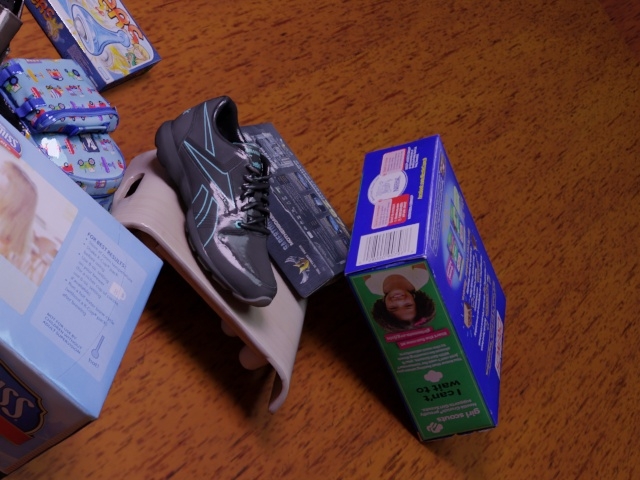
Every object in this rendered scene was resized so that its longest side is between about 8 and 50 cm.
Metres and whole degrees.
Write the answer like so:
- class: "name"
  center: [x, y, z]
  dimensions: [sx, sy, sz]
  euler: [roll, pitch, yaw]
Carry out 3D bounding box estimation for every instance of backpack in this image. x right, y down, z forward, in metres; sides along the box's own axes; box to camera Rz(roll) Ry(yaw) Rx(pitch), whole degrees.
- class: "backpack"
  center: [-0.288, -0.103, 1.603]
  dimensions: [0.158, 0.117, 0.173]
  euler: [-4, 52, -55]

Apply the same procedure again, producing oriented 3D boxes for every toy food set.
- class: "toy food set"
  center: [-0.136, 0.045, 1.755]
  dimensions: [0.306, 0.092, 0.220]
  euler: [49, 21, -16]

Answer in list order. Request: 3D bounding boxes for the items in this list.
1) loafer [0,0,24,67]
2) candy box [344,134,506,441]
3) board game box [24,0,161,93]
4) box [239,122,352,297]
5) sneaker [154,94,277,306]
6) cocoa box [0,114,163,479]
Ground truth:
- class: "loafer"
  center: [-0.386, -0.241, 1.654]
  dimensions: [0.080, 0.078, 0.220]
  euler: [36, 37, -30]
- class: "candy box"
  center: [0.151, 0.066, 1.980]
  dimensions: [0.268, 0.122, 0.317]
  euler: [-78, 148, -50]
- class: "board game box"
  center: [-0.303, -0.288, 1.849]
  dimensions: [0.201, 0.035, 0.136]
  euler: [55, 32, -3]
- class: "box"
  center: [-0.044, -0.044, 1.886]
  dimensions: [0.233, 0.059, 0.183]
  euler: [54, 17, 3]
- class: "sneaker"
  center: [-0.105, -0.049, 1.688]
  dimensions: [0.101, 0.106, 0.267]
  euler: [17, 43, -61]
- class: "cocoa box"
  center: [-0.359, 0.027, 1.316]
  dimensions: [0.347, 0.228, 0.231]
  euler: [44, 34, -20]
